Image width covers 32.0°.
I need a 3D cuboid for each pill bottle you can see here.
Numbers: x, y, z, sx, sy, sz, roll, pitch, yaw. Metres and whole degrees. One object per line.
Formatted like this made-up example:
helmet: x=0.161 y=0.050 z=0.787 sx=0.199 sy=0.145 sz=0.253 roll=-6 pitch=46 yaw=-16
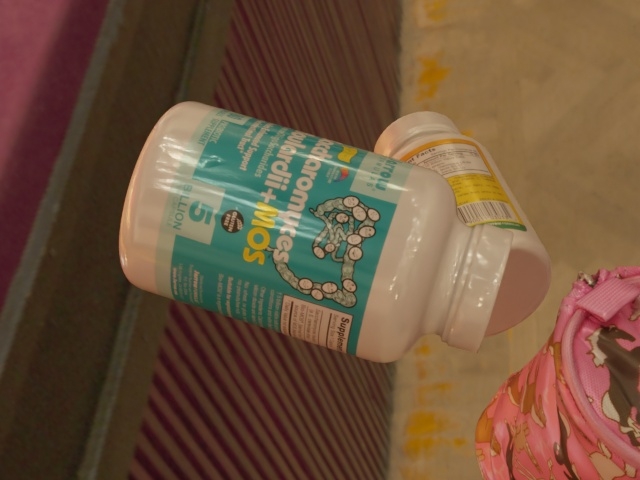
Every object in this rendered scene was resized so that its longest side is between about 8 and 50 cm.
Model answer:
pill bottle: x=0.000 y=0.000 z=0.810 sx=0.264 sy=0.146 sz=0.146 roll=16 pitch=56 yaw=7
pill bottle: x=0.117 y=-0.022 z=1.001 sx=0.118 sy=0.117 sz=0.208 roll=-22 pitch=45 yaw=1

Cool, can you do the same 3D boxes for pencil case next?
pencil case: x=0.229 y=0.147 z=0.912 sx=0.160 sy=0.386 sz=0.167 roll=12 pitch=69 yaw=3
